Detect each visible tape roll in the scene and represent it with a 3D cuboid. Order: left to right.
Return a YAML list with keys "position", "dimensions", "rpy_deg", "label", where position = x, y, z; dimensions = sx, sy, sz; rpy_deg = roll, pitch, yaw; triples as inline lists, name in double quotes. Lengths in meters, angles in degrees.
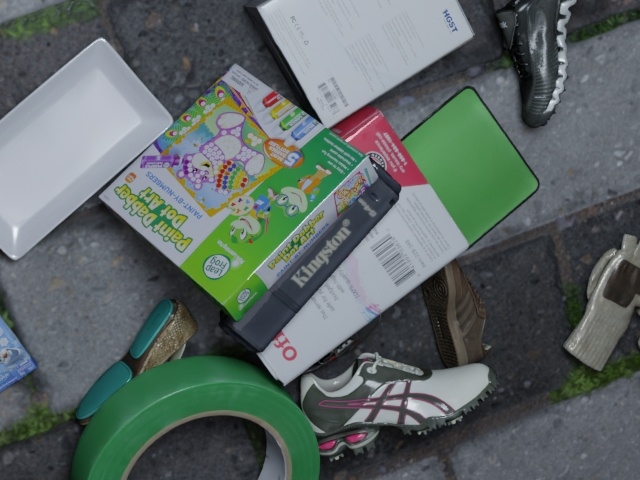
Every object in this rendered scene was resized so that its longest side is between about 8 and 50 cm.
- position: [-0.162, 0.309, 1.613]
  dimensions: [0.321, 0.077, 0.321]
  rpy_deg: [-10, 117, -21]
  label: "tape roll"

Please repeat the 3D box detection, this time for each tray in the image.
- position: [-0.329, -0.114, 1.534]
  dimensions: [0.270, 0.030, 0.145]
  rpy_deg: [-41, 108, -3]
  label: "tray"

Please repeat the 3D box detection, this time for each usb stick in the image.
- position: [-0.013, 0.019, 1.505]
  dimensions: [0.077, 0.045, 0.278]
  rpy_deg: [42, 89, -17]
  label: "usb stick"

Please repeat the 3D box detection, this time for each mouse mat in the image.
- position: [0.200, -0.098, 1.696]
  dimensions: [0.153, 0.007, 0.189]
  rpy_deg: [-40, 108, -4]
  label: "mouse mat"

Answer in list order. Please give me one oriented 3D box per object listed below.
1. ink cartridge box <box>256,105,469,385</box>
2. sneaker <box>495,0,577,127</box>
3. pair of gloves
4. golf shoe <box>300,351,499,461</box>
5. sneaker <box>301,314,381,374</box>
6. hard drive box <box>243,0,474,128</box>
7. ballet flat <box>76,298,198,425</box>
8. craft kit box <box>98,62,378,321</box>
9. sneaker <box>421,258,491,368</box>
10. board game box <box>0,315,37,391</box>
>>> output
- position: [0.000, 0.000, 1.596]
  dimensions: [0.306, 0.131, 0.226]
  rpy_deg: [-35, 108, -3]
  label: "ink cartridge box"
- position: [0.279, -0.270, 1.645]
  dimensions: [0.106, 0.078, 0.234]
  rpy_deg: [7, 97, -14]
  label: "sneaker"
- position: [0.481, 0.111, 1.802]
  dimensions: [0.240, 0.042, 0.204]
  rpy_deg: [23, 92, -21]
  label: "pair of gloves"
- position: [0.105, 0.205, 1.669]
  dimensions: [0.273, 0.105, 0.120]
  rpy_deg: [-18, 97, 2]
  label: "golf shoe"
- position: [0.020, 0.141, 1.668]
  dimensions: [0.158, 0.065, 0.061]
  rpy_deg: [-33, 109, -6]
  label: "sneaker"
- position: [0.050, -0.280, 1.570]
  dimensions: [0.232, 0.089, 0.181]
  rpy_deg: [-32, 109, -6]
  label: "hard drive box"
- position: [-0.232, 0.171, 1.607]
  dimensions: [0.067, 0.073, 0.206]
  rpy_deg: [38, 94, -34]
  label: "ballet flat"
- position: [-0.103, -0.065, 1.490]
  dimensions: [0.246, 0.250, 0.061]
  rpy_deg: [-48, 148, -8]
  label: "craft kit box"
- position: [0.192, 0.087, 1.714]
  dimensions: [0.071, 0.066, 0.188]
  rpy_deg: [-22, 113, -27]
  label: "sneaker"
- position: [-0.425, 0.151, 1.572]
  dimensions: [0.090, 0.020, 0.090]
  rpy_deg: [-34, 107, -6]
  label: "board game box"
